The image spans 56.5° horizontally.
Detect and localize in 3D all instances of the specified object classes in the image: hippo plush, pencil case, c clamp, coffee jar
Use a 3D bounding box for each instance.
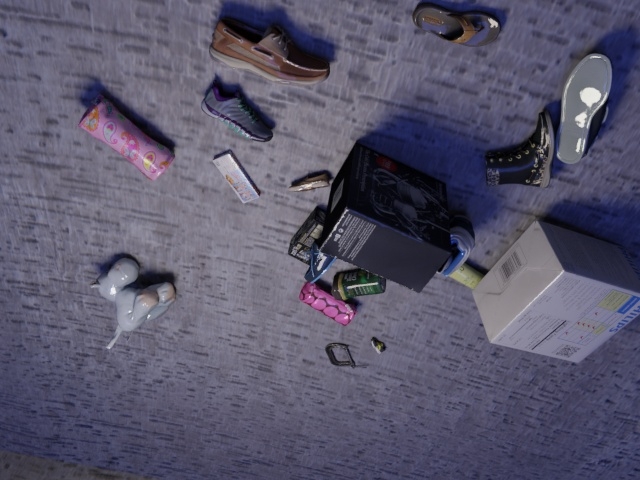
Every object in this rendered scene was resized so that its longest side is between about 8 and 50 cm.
[{"bbox_3d":[-0.692,0.193,2.184,0.294,0.234,0.236,-44,81,19],"label":"hippo plush"},{"bbox_3d":[-0.575,-0.304,1.779,0.284,0.124,0.124,40,124,-21],"label":"pencil case"},{"bbox_3d":[0.094,0.458,2.362,0.137,0.022,0.160,-11,128,24],"label":"c clamp"},{"bbox_3d":[0.129,0.149,2.049,0.185,0.096,0.079,-13,123,18],"label":"coffee jar"},{"bbox_3d":[0.030,0.222,2.131,0.209,0.095,0.098,29,163,-17],"label":"pencil case"}]

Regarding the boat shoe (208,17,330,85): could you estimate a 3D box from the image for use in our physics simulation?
[{"bbox_3d":[-0.129,-0.493,1.551,0.325,0.123,0.116,13,128,-4],"label":"boat shoe"}]

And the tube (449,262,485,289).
[{"bbox_3d":[0.445,0.093,1.981,0.240,0.070,0.062,31,169,-10],"label":"tube"}]

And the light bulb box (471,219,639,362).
[{"bbox_3d":[0.739,0.168,1.845,0.361,0.225,0.357,15,131,-20],"label":"light bulb box"}]

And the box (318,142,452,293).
[{"bbox_3d":[0.189,-0.072,1.699,0.313,0.343,0.178,23,128,-11],"label":"box"}]

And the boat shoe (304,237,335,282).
[{"bbox_3d":[0.015,0.019,1.872,0.089,0.109,0.258,32,110,-8],"label":"boat shoe"}]

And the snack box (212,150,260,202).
[{"bbox_3d":[-0.263,-0.197,1.875,0.064,0.022,0.178,-20,123,22],"label":"snack box"}]

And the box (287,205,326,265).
[{"bbox_3d":[0.000,0.000,1.959,0.148,0.077,0.180,28,128,-14],"label":"box"}]

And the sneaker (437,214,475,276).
[{"bbox_3d":[0.328,0.053,1.831,0.323,0.236,0.130,-35,99,26],"label":"sneaker"}]

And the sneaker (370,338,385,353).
[{"bbox_3d":[0.222,0.400,2.289,0.035,0.031,0.083,-28,125,12],"label":"sneaker"}]

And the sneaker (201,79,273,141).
[{"bbox_3d":[-0.225,-0.365,1.695,0.224,0.083,0.098,26,123,-12],"label":"sneaker"}]

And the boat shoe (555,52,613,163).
[{"bbox_3d":[0.693,-0.350,1.558,0.114,0.091,0.302,34,138,28],"label":"boat shoe"}]

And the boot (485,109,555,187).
[{"bbox_3d":[0.555,-0.246,1.666,0.179,0.085,0.236,-1,129,13],"label":"boot"}]

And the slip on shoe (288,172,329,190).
[{"bbox_3d":[-0.037,-0.178,1.845,0.136,0.051,0.041,-8,88,25],"label":"slip on shoe"}]

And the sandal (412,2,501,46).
[{"bbox_3d":[0.337,-0.533,1.479,0.220,0.060,0.089,16,130,-4],"label":"sandal"}]
